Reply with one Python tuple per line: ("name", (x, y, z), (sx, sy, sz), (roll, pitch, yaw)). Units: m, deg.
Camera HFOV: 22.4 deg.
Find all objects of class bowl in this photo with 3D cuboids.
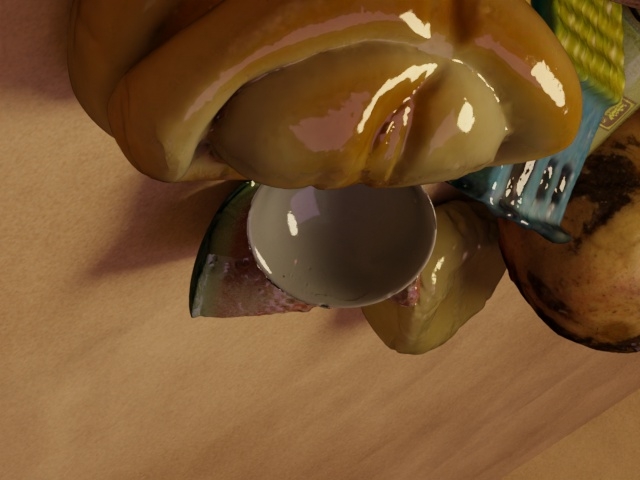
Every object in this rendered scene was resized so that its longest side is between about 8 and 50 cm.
("bowl", (0.020, -0.030, 1.626), (0.189, 0.086, 0.189), (1, 121, 1))

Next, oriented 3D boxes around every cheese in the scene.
("cheese", (0.161, 0.042, 2.139), (0.214, 0.117, 0.226), (-24, 150, -37))

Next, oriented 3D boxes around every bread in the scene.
("bread", (0.000, -0.144, 1.388), (0.424, 0.245, 0.329), (-2, 148, -27))

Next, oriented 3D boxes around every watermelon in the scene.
("watermelon", (0.000, 0.000, 1.743), (0.318, 0.226, 0.148), (-16, 123, -41))

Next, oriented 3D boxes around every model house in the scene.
("model house", (0.191, -0.181, 1.666), (0.237, 0.215, 0.303), (17, 96, -61))

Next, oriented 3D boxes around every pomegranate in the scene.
("pomegranate", (0.361, -0.018, 2.020), (0.322, 0.322, 0.322), (-29, 155, -15))

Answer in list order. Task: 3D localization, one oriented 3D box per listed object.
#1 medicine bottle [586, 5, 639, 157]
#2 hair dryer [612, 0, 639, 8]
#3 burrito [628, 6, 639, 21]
("medicine bottle", (0.315, -0.211, 1.823), (0.322, 0.151, 0.151), (-45, 154, 20))
("hair dryer", (0.327, -0.327, 1.389), (0.352, 0.125, 0.210), (-173, -78, -84))
("burrito", (0.402, -0.280, 1.647), (0.347, 0.175, 0.107), (4, 172, -19))
